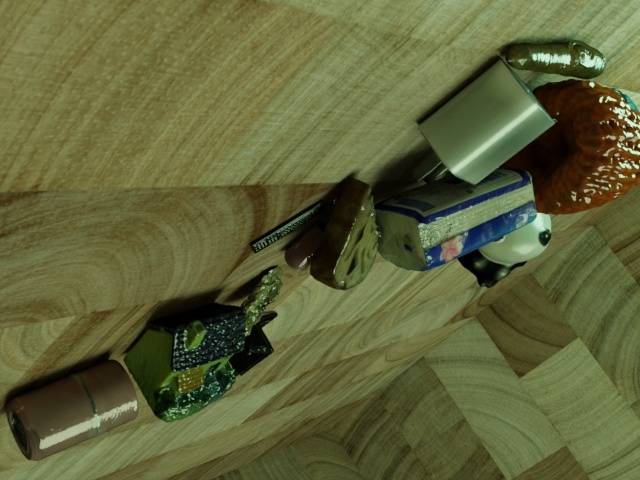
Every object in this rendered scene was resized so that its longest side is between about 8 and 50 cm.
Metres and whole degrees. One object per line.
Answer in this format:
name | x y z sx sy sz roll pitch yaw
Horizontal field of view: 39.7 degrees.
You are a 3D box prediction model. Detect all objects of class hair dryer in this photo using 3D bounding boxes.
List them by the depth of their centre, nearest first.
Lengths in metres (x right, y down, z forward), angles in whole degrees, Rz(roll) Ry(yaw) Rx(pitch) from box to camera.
hair dryer | -0.505 0.360 1.723 0.210 0.125 0.352 -20 165 -35
hair dryer | -0.003 0.004 1.767 0.106 0.054 0.154 -47 169 20

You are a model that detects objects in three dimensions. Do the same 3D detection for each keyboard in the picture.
keyboard | -0.059 -0.023 1.630 0.155 0.010 0.053 -32 164 -5

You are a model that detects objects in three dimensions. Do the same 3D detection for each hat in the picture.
hat | 0.569 -0.209 1.810 0.400 0.285 0.285 -17 156 -38

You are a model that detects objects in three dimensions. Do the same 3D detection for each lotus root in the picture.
lotus root | 0.046 0.009 1.679 0.170 0.074 0.260 -56 161 -15

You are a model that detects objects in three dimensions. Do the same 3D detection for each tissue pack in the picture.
tissue pack | 0.259 -0.045 1.732 0.270 0.137 0.209 -21 -167 -22

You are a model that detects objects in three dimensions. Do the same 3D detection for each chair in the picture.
chair | -0.156 0.227 1.981 0.106 0.113 0.229 -38 159 19

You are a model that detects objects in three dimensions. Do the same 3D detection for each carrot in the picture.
carrot | 0.427 -0.327 1.593 0.342 0.070 0.070 -9 150 -49

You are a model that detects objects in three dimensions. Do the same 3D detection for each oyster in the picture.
oyster | -0.126 0.128 1.813 0.165 0.053 0.108 -52 179 -9

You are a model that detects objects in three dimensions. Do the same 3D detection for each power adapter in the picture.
power adapter | 0.274 -0.190 1.591 0.255 0.124 0.187 -38 161 18

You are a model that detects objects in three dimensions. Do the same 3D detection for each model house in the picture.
model house | -0.231 0.215 1.705 0.194 0.170 0.211 -13 153 -44

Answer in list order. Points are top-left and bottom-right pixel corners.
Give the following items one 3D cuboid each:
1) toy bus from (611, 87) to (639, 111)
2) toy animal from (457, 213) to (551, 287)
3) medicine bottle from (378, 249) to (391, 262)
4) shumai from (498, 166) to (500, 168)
toy bus | 0.639 -0.259 2.030 0.246 0.134 0.113 -14 155 -44
toy animal | 0.446 -0.026 2.189 0.213 0.212 0.266 -25 165 -24
medicine bottle | 0.259 -0.040 1.949 0.341 0.130 0.130 -21 159 -37
shumai | 0.343 -0.127 1.896 0.139 0.123 0.105 -26 155 13
